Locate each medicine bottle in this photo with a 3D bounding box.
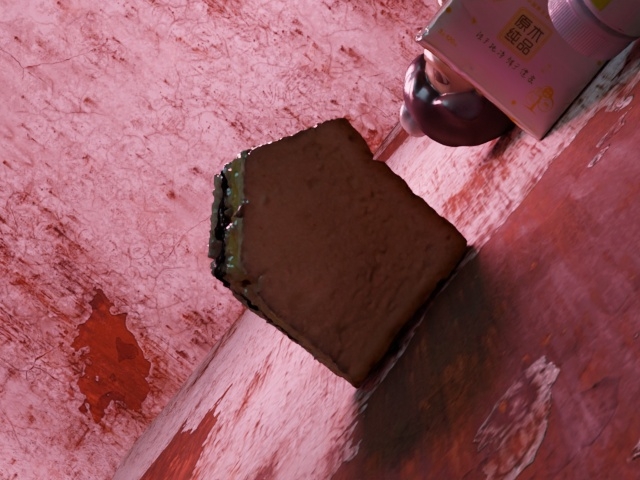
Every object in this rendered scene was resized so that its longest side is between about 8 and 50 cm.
[{"bbox_3d":[0.395,-0.334,1.467,0.225,0.139,0.139,-46,7,50],"label":"medicine bottle"}]

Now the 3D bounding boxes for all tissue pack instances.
[{"bbox_3d":[0.276,-0.283,1.684,0.185,0.225,0.124,-51,4,7],"label":"tissue pack"}]

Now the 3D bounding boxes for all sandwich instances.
[{"bbox_3d":[0.001,0.000,1.559,0.262,0.325,0.131,-52,16,-14],"label":"sandwich"}]

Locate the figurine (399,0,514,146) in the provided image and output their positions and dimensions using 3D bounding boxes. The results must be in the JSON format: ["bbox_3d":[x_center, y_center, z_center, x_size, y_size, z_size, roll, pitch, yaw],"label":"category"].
[{"bbox_3d":[0.212,-0.298,1.889,0.206,0.218,0.365,-34,-40,-6],"label":"figurine"}]
